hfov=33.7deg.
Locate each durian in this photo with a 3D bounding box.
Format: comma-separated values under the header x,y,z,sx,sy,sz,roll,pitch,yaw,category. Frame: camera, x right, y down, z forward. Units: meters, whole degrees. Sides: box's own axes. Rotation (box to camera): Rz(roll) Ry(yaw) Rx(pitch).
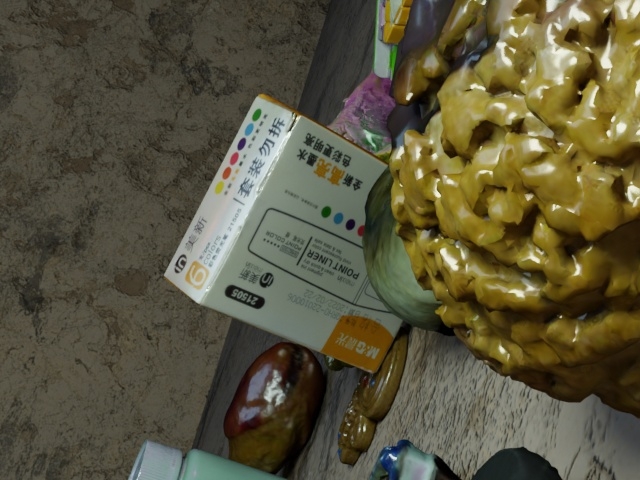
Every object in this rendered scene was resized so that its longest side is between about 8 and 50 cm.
x,y,z,sx,sy,sz,roll,pitch,yaw,category
0.086,-0.116,1.297,0.260,0.154,0.186,-48,17,-21,durian

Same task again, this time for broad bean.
x,y,z,sx,sy,sz,roll,pitch,yaw,category
-0.075,0.254,1.545,0.156,0.122,0.228,-91,26,-61,broad bean

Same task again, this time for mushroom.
x,y,z,sx,sy,sz,roll,pitch,yaw,category
0.118,-0.037,0.946,0.344,0.130,0.247,171,107,-78,mushroom

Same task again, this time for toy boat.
x,y,z,sx,sy,sz,roll,pitch,yaw,category
0.038,0.241,0.902,0.262,0.115,0.114,121,166,-49,toy boat

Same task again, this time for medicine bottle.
x,y,z,sx,sy,sz,roll,pitch,yaw,category
-0.146,0.357,1.405,0.139,0.225,0.139,-159,90,-80,medicine bottle

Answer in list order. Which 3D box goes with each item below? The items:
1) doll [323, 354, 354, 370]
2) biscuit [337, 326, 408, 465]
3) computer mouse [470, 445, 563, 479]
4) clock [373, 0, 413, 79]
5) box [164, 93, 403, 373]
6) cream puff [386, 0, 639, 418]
x,y,z,sx,sy,sz,roll,pitch,yaw,category
0.028,0.096,1.370,0.137,0.097,0.209,-64,14,2,doll
0.057,0.177,1.222,0.124,0.026,0.175,-94,26,-71,biscuit
0.095,0.256,0.618,0.137,0.086,0.269,119,176,-72,computer mouse
0.146,-0.276,1.111,0.309,0.166,0.235,-121,32,-75,clock
0.000,0.000,1.119,0.091,0.274,0.220,30,95,49,box
0.154,-0.078,0.543,0.343,0.231,0.327,-96,24,-71,cream puff
